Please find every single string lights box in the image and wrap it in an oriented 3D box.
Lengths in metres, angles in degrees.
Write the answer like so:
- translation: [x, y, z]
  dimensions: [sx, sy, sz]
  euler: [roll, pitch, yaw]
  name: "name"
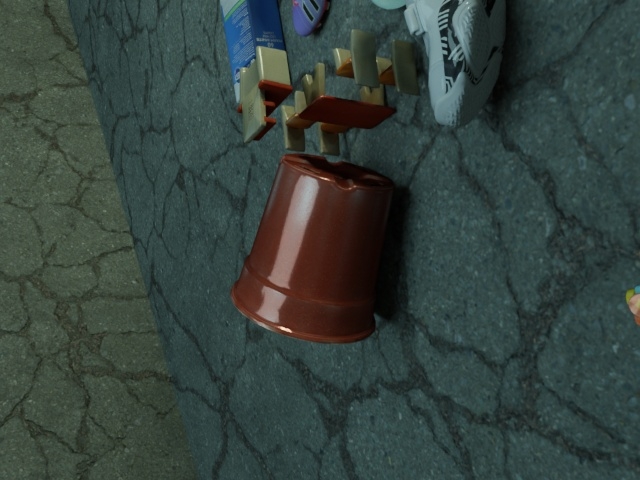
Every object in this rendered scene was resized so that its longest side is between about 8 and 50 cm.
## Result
- translation: [-0.149, -0.448, 1.379]
  dimensions: [0.133, 0.077, 0.259]
  euler: [-14, 85, 57]
  name: "string lights box"

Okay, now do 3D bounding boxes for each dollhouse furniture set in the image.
- translation: [-0.001, -0.220, 1.037]
  dimensions: [0.262, 0.259, 0.135]
  euler: [-29, 63, 57]
  name: "dollhouse furniture set"

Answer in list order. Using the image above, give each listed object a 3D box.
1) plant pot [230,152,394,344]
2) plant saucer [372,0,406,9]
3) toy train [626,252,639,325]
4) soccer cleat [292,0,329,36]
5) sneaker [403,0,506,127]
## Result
- translation: [0.000, 0.000, 1.100]
  dimensions: [0.272, 0.272, 0.265]
  euler: [35, 117, 48]
  name: "plant pot"
- translation: [0.132, -0.465, 0.983]
  dimensions: [0.195, 0.037, 0.195]
  euler: [18, 111, 55]
  name: "plant saucer"
- translation: [0.397, 0.044, 0.676]
  dimensions: [0.125, 0.046, 0.166]
  euler: [40, 128, 47]
  name: "toy train"
- translation: [-0.024, -0.504, 1.160]
  dimensions: [0.083, 0.095, 0.248]
  euler: [53, 137, 37]
  name: "soccer cleat"
- translation: [0.139, -0.341, 0.860]
  dimensions: [0.210, 0.137, 0.365]
  euler: [9, 100, 34]
  name: "sneaker"
